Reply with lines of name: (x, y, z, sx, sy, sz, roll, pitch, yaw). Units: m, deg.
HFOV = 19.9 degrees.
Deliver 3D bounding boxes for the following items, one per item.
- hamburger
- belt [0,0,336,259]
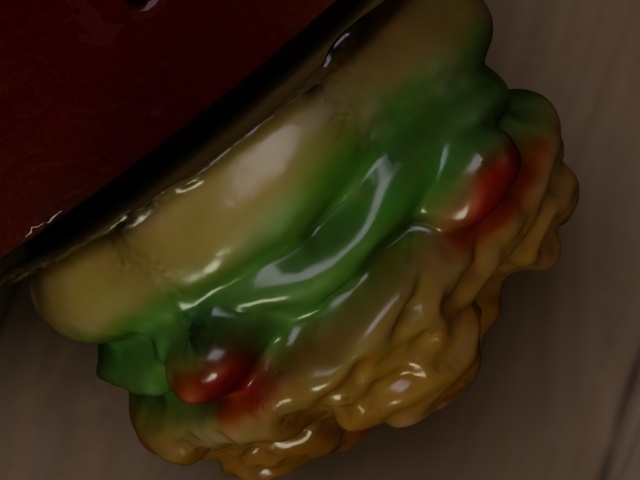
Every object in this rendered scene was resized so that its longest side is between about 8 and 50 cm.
hamburger: (0.000, 0.000, 0.729, 0.237, 0.237, 0.149, -38, 102, 0)
belt: (-0.098, -0.102, 0.761, 0.324, 0.227, 0.115, -36, 106, 10)
